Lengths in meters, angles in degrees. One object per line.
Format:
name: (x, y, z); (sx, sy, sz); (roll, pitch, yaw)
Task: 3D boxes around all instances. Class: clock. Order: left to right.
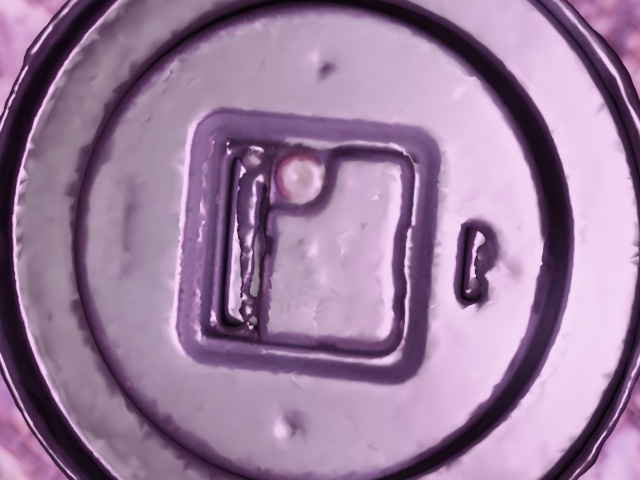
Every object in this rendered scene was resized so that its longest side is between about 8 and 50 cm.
clock: (0.000, 0.000, 0.529); (0.184, 0.040, 0.185); (1, 93, 12)
